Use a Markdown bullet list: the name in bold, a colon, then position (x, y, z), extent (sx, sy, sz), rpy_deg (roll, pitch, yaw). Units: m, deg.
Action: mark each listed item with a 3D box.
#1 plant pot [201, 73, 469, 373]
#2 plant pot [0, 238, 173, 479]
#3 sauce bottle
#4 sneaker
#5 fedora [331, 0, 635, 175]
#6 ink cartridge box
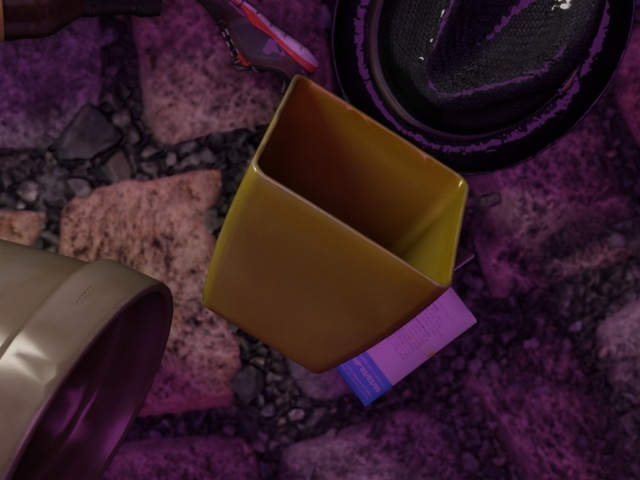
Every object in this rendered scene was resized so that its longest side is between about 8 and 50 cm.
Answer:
- **plant pot**: position (0.000, 0.000, 1.317), extent (0.212, 0.212, 0.187), rpy_deg (32, 122, -8)
- **plant pot**: position (-0.340, 0.119, 1.272), extent (0.280, 0.323, 0.323), rpy_deg (28, 93, 8)
- **sauce bottle**: position (-0.327, -0.246, 1.304), extent (0.344, 0.111, 0.112), rpy_deg (-3, 96, -15)
- **sneaker**: position (-0.078, -0.207, 1.368), extent (0.158, 0.061, 0.065), rpy_deg (37, 98, -7)
- **fedora**: position (0.175, -0.224, 1.341), extent (0.333, 0.152, 0.334), rpy_deg (0, 95, -5)
- **ink cartridge box**: position (0.095, 0.086, 1.388), extent (0.181, 0.104, 0.062), rpy_deg (-38, 98, 0)
